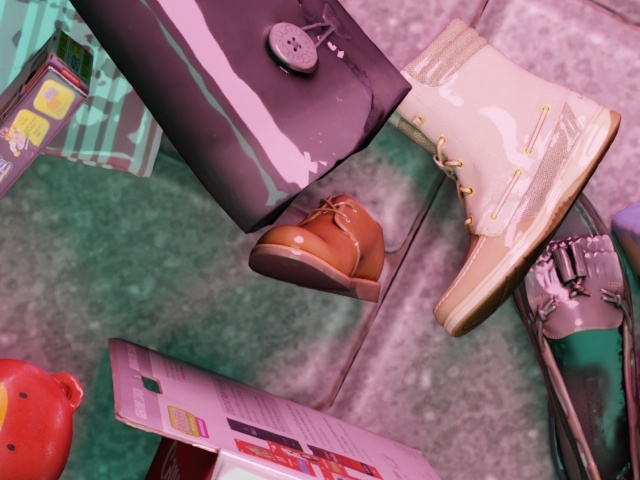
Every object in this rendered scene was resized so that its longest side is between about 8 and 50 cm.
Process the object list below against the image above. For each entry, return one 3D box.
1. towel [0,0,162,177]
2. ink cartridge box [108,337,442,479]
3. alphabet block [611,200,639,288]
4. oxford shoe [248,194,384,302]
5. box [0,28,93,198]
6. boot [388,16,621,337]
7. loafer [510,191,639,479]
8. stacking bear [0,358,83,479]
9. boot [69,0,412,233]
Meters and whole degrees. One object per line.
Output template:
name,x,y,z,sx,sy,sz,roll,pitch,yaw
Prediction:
towel,-0.205,-0.135,1.489,0.197,0.029,0.144,13,96,-9
ink cartridge box,-0.045,0.193,1.407,0.272,0.309,0.130,22,93,-8
alphabet block,0.363,0.038,1.502,0.193,0.192,0.197,-26,100,-2
oxford shoe,0.000,0.000,1.451,0.076,0.212,0.076,13,90,14
box,-0.245,-0.054,1.431,0.036,0.114,0.207,39,103,-16
boot,0.106,-0.049,1.490,0.165,0.077,0.213,34,79,9
loafer,0.211,0.082,1.539,0.096,0.084,0.267,-14,98,-5
stacking bear,-0.319,0.120,1.412,0.289,0.164,0.175,11,65,3
boot,-0.166,-0.185,1.337,0.445,0.146,0.367,56,46,-6
